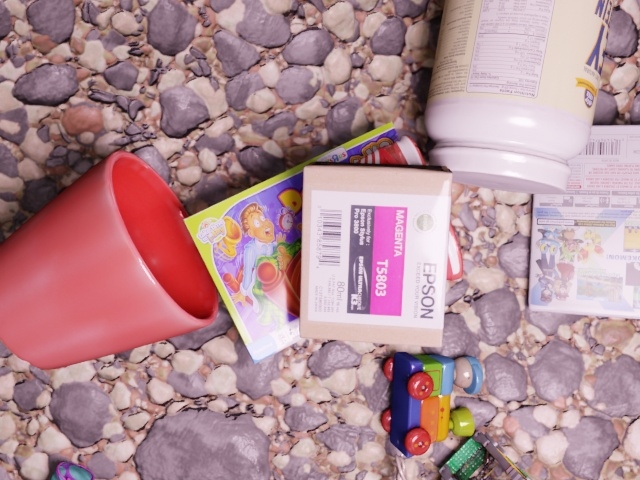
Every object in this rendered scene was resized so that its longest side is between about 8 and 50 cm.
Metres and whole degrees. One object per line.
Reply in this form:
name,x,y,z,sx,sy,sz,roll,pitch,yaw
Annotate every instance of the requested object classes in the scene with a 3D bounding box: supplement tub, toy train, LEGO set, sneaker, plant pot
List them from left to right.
plant pot,-0.318,0.048,0.887,0.243,0.275,0.275,-27,92,7
sneaker,0.115,-0.029,0.904,0.128,0.087,0.221,-23,88,4
toy train,0.180,0.302,0.990,0.143,0.105,0.248,0,96,-19
LEGO set,0.254,0.468,0.925,0.331,0.192,0.255,-37,101,-2
supplement tub,0.281,-0.243,0.901,0.235,0.235,0.325,10,91,-2

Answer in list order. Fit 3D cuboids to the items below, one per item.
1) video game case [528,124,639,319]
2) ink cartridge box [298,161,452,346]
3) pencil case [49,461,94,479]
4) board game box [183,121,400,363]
video game case,0.500,-0.028,0.960,0.329,0.036,0.300,3,91,18
ink cartridge box,0.072,0.016,0.831,0.193,0.088,0.235,2,100,7
pencil case,-0.422,0.426,0.976,0.064,0.070,0.152,32,89,-2
board game box,0.000,0.000,0.950,0.347,0.078,0.233,-27,92,-10
